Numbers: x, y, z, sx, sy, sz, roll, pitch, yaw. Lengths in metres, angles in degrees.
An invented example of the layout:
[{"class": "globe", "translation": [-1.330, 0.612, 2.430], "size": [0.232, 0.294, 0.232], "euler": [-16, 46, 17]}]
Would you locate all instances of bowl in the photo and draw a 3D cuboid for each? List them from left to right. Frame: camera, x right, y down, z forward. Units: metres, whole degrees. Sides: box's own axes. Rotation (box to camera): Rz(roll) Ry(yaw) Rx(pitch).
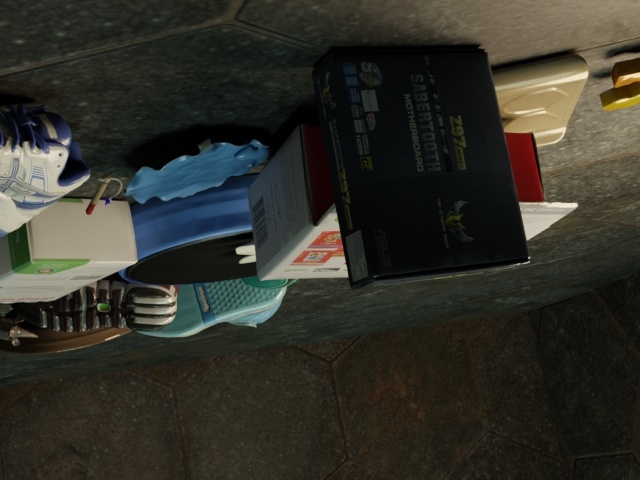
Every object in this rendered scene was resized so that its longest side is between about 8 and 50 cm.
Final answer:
[{"class": "bowl", "translation": [-0.124, -0.008, 1.566], "size": [0.391, 0.077, 0.391], "euler": [-11, 169, -2]}]

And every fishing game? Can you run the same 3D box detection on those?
[{"class": "fishing game", "translation": [-0.149, -0.090, 1.241], "size": [0.264, 0.041, 0.189], "euler": [-15, 171, -24]}]

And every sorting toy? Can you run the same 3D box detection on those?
[{"class": "sorting toy", "translation": [0.251, -0.166, 1.253], "size": [0.307, 0.041, 0.229], "euler": [-12, 164, 4]}]

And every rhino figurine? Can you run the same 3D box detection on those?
[{"class": "rhino figurine", "translation": [-0.576, 0.130, 1.687], "size": [0.243, 0.073, 0.106], "euler": [10, 171, 4]}]

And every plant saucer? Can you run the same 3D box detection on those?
[{"class": "plant saucer", "translation": [-0.441, 0.136, 1.832], "size": [0.278, 0.041, 0.278], "euler": [-7, -166, 2]}]

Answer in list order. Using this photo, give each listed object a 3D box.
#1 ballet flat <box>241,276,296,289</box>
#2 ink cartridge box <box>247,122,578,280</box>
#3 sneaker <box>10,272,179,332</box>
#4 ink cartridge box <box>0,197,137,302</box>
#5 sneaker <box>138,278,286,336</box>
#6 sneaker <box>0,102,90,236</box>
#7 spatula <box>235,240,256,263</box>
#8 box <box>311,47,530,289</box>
[{"class": "ballet flat", "translation": [-0.044, 0.030, 1.832], "size": [0.087, 0.083, 0.247], "euler": [-25, -177, -42]}, {"class": "ink cartridge box", "translation": [0.103, -0.052, 1.242], "size": [0.309, 0.130, 0.272], "euler": [0, 162, -22]}, {"class": "sneaker", "translation": [-0.369, 0.083, 1.741], "size": [0.281, 0.106, 0.162], "euler": [8, -161, 2]}, {"class": "ink cartridge box", "translation": [-0.379, 0.017, 1.405], "size": [0.160, 0.093, 0.219], "euler": [1, 164, -45]}, {"class": "sneaker", "translation": [-0.215, 0.128, 2.028], "size": [0.319, 0.127, 0.208], "euler": [-10, 167, 0]}, {"class": "sneaker", "translation": [-0.306, -0.097, 0.962], "size": [0.131, 0.112, 0.296], "euler": [-28, 170, -2]}, {"class": "spatula", "translation": [0.000, 0.000, 1.480], "size": [0.242, 0.019, 0.168], "euler": [-10, 168, -4]}, {"class": "box", "translation": [0.101, -0.075, 1.045], "size": [0.183, 0.233, 0.059], "euler": [-5, 170, -25]}]
